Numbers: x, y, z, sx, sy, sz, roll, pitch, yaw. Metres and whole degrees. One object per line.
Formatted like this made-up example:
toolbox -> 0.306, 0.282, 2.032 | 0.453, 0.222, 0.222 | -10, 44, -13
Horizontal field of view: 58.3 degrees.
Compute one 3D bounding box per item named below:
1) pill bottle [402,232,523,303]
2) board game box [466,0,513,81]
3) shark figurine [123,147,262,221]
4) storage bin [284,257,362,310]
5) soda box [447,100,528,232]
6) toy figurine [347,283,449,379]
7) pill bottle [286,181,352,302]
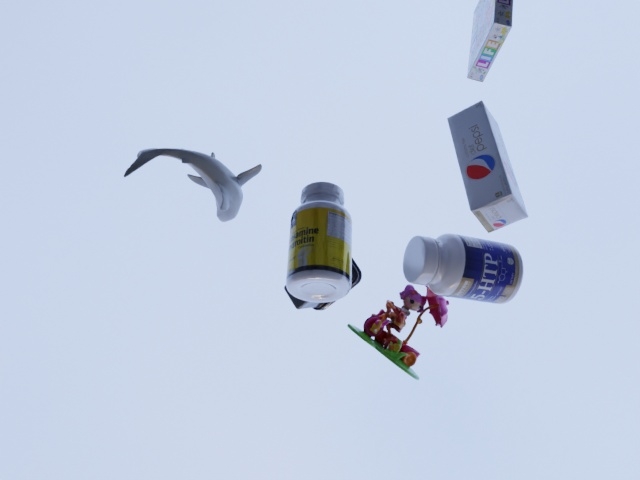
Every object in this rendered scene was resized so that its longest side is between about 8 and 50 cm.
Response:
pill bottle -> 0.246, 0.047, 1.007 | 0.187, 0.112, 0.111 | 9, -108, -17
board game box -> 0.251, -0.325, 0.843 | 0.026, 0.103, 0.154 | 14, -121, -1
shark figurine -> -0.222, -0.110, 1.112 | 0.166, 0.278, 0.116 | -27, -128, 24
storage bin -> -0.005, 0.075, 1.125 | 0.135, 0.091, 0.098 | -40, -107, 25
soda box -> 0.270, -0.124, 0.939 | 0.069, 0.074, 0.216 | -26, -133, 27
toy figurine -> 0.160, 0.145, 1.065 | 0.173, 0.130, 0.159 | 38, -92, -18
pill bottle -> 0.000, 0.000, 0.932 | 0.103, 0.103, 0.184 | -2, -121, 7
